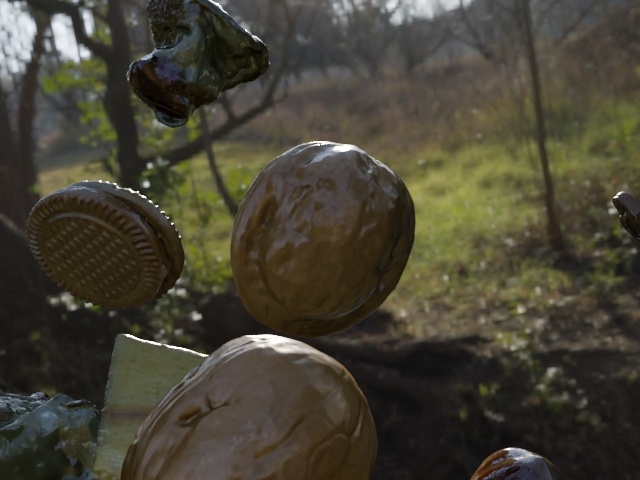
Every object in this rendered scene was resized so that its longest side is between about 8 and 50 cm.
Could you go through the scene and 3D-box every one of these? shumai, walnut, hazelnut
[{"bbox_3d":[-0.375,0.272,1.322,0.288,0.330,0.292,-13,32,15],"label":"shumai"},{"bbox_3d":[-0.221,-0.287,1.845,0.222,0.204,0.272,34,0,6],"label":"shumai"},{"bbox_3d":[-0.059,0.185,0.947,0.226,0.193,0.193,-45,18,-24],"label":"walnut"},{"bbox_3d":[0.283,0.402,1.596,0.181,0.181,0.212,-41,32,0],"label":"hazelnut"},{"bbox_3d":[0.004,-0.013,2.243,0.383,0.383,0.383,-11,3,1],"label":"walnut"}]

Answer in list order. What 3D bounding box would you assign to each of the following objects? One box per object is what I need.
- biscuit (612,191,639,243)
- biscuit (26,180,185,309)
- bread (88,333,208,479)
[{"bbox_3d":[0.585,0.010,1.917,0.039,0.236,0.180,-42,-39,-3],"label":"biscuit"},{"bbox_3d":[-0.346,0.010,1.822,0.259,0.259,0.079,-10,34,29],"label":"biscuit"},{"bbox_3d":[-0.173,0.337,1.401,0.245,0.362,0.233,12,38,-10],"label":"bread"}]
